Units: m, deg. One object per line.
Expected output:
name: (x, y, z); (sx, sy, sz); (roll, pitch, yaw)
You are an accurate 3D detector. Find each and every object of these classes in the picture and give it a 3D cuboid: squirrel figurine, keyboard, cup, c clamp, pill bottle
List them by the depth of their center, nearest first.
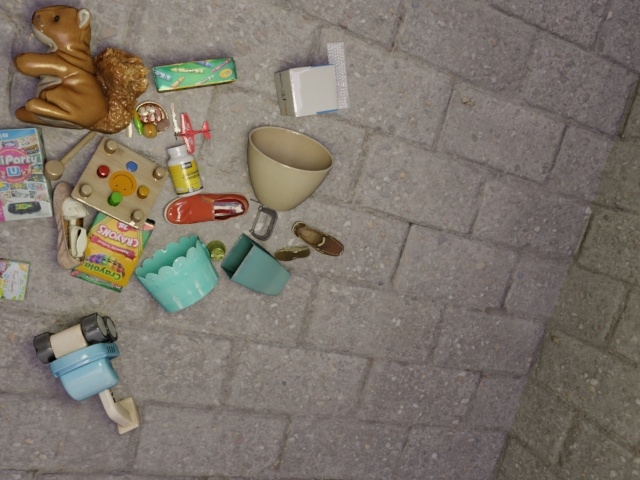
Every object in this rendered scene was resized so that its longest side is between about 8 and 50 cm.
squirrel figurine: (-0.783, -0.560, 1.592); (0.396, 0.281, 0.371); (6, 91, -31)
pill bottle: (-0.514, -0.263, 1.807); (0.103, 0.103, 0.184); (-18, 109, -13)
cup: (-0.141, -0.255, 1.848); (0.330, 0.331, 0.237); (8, 126, -20)
keyboard: (0.072, -0.666, 1.950); (0.072, 0.014, 0.256); (-11, 106, -16)
c clamp: (-0.248, -0.081, 1.988); (0.137, 0.022, 0.161); (13, 97, -26)

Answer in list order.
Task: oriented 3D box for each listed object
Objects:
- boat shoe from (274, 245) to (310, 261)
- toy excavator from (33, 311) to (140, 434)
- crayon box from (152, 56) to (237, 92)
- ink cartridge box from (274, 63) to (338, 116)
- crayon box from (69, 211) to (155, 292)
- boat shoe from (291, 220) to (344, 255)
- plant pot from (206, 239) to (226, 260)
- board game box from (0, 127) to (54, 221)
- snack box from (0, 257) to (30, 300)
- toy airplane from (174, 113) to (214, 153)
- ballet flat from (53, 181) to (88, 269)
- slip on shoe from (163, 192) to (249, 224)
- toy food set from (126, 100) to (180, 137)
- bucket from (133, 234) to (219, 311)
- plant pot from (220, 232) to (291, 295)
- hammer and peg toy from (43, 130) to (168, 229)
boat shoe: (-0.121, 0.051, 2.053); (0.152, 0.048, 0.056); (-10, 118, -9)
toy excavator: (-0.838, 0.531, 1.814); (0.222, 0.433, 0.446); (-21, 81, -13)
crayon box: (-0.449, -0.588, 1.715); (0.278, 0.165, 0.081); (-14, 107, -15)
ink cartridge box: (-0.057, -0.564, 1.815); (0.171, 0.232, 0.169); (-13, 109, -15)
crayon box: (-0.782, 0.036, 1.805); (0.202, 0.081, 0.319); (24, 95, -22)
boat shoe: (-0.004, 0.007, 2.048); (0.257, 0.095, 0.095); (24, 95, -22)
plant pot: (-0.417, 0.047, 1.929); (0.083, 0.079, 0.084); (-4, 104, -17)
board game box: (-1.056, -0.225, 1.642); (0.223, 0.097, 0.304); (-7, 105, -17)
snack box: (-1.119, 0.141, 1.742); (0.100, 0.037, 0.141); (9, 100, -22)
toy airplane: (-0.479, -0.411, 1.822); (0.151, 0.028, 0.151); (-7, 111, -18)
ballet flat: (-0.869, -0.057, 1.699); (0.107, 0.106, 0.316); (-2, 85, -62)
slip on shoe: (-0.439, -0.123, 1.869); (0.330, 0.101, 0.123); (-7, 107, -15)
toy food set: (-0.620, -0.444, 1.762); (0.191, 0.038, 0.133); (-10, 106, -16)
bucket: (-0.532, 0.124, 1.814); (0.281, 0.281, 0.183); (-31, 112, -9)
plant pot: (-0.249, 0.116, 1.962); (0.234, 0.165, 0.166); (34, 91, -30)
hammer and peg toy: (-0.741, -0.231, 1.678); (0.361, 0.127, 0.266); (31, 65, -25)
